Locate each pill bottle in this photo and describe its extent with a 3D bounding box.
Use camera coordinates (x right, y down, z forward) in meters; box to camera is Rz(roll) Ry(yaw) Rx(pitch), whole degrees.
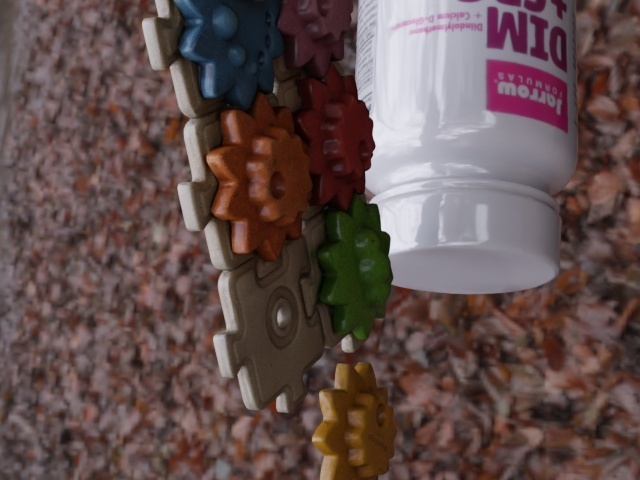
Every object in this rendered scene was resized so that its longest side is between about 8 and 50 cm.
[{"bbox_3d":[0.105,-0.112,0.776,0.160,0.160,0.283,-20,63,54],"label":"pill bottle"}]

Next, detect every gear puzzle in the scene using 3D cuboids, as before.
[{"bbox_3d":[0.000,0.000,0.588,0.044,0.175,0.339,-1,109,30],"label":"gear puzzle"}]
